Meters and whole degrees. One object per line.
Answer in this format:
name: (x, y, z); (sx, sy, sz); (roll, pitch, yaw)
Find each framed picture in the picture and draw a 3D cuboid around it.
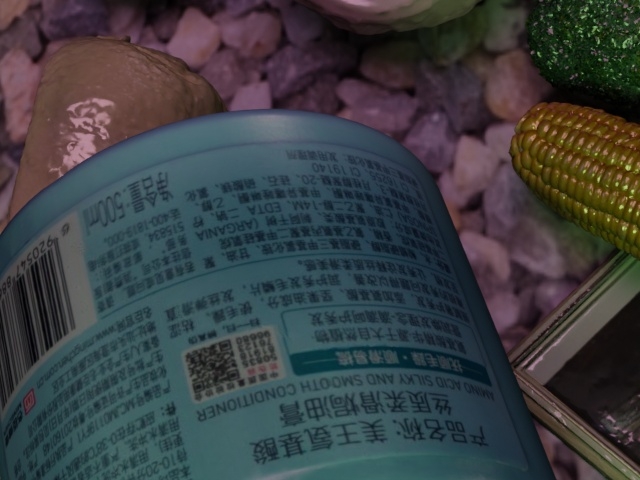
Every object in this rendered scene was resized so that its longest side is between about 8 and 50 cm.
framed picture: (0.298, 0.065, 1.259); (0.293, 0.018, 0.231); (-43, 59, -14)

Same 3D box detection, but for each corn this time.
corn: (0.255, -0.016, 1.257); (0.291, 0.101, 0.101); (33, 70, 33)

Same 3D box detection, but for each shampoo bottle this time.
shampoo bottle: (-0.032, 0.143, 1.095); (0.331, 0.331, 0.343); (-18, 56, 1)

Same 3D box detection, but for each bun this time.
bun: (-0.144, -0.036, 1.319); (0.153, 0.244, 0.244); (15, 60, -3)

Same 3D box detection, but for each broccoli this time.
broccoli: (0.248, -0.185, 1.347); (0.195, 0.195, 0.156); (9, 41, 18)

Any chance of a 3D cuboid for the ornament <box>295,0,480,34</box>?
ornament: (0.057, -0.297, 1.403); (0.259, 0.259, 0.225); (6, 44, 16)
